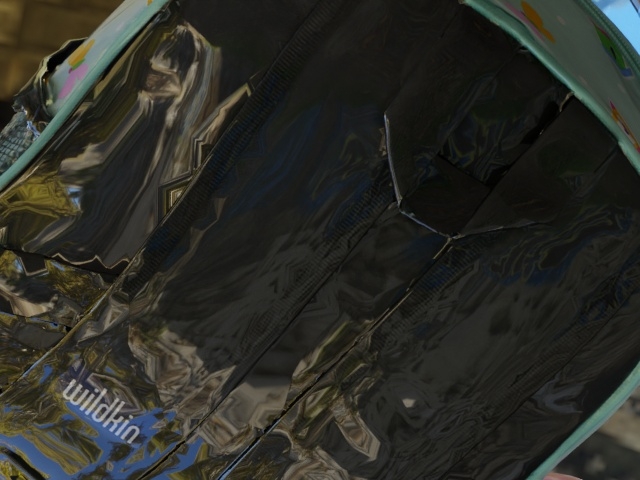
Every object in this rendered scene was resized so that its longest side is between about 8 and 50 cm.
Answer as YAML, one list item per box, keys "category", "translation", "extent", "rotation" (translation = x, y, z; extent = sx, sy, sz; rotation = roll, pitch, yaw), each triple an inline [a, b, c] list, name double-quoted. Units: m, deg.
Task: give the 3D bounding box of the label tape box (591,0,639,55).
- category: "label tape box"
  translation: [0.201, -0.092, 0.726]
  extent: [0.115, 0.348, 0.249]
  rotation: [-8, -117, -38]

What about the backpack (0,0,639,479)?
- category: "backpack"
  translation: [0.000, 0.000, 0.511]
  extent: [0.166, 0.188, 0.144]
  rotation: [40, -150, -5]

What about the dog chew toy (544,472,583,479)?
- category: "dog chew toy"
  translation: [0.122, 0.311, 1.174]
  extent: [0.206, 0.332, 0.206]
  rotation: [-7, -172, 1]
